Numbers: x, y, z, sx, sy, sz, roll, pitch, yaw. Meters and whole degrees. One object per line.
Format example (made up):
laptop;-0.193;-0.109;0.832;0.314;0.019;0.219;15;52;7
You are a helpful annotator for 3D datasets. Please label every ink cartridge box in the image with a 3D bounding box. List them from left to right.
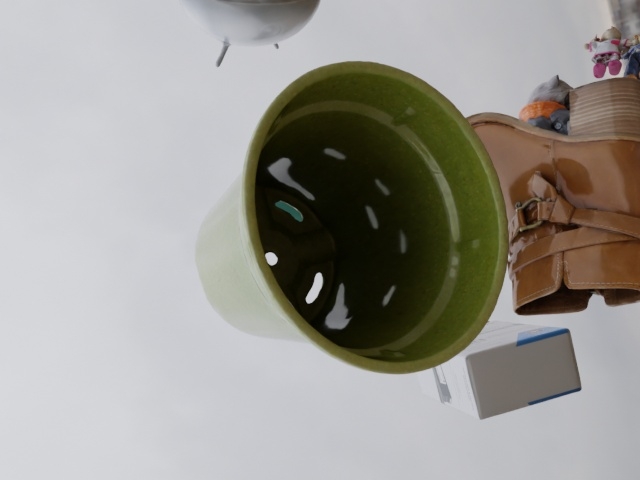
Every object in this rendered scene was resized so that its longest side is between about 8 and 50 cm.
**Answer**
ink cartridge box;0.446;0.328;1.889;0.395;0.286;0.166;165;92;-78

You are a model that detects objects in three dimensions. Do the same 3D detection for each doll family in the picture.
doll family;0.663;-0.367;1.405;0.118;0.263;0.163;58;-137;-34

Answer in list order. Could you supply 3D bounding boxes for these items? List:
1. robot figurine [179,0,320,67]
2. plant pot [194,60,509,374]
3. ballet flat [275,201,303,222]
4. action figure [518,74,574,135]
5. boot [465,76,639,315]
robot figurine;-0.090;-0.408;0.926;0.300;0.200;0.353;-19;-50;-33
plant pot;0.000;0.000;0.721;0.276;0.254;0.276;7;-105;-28
ballet flat;0.027;0.022;1.179;0.107;0.316;0.106;-47;-24;-61
action figure;0.433;-0.121;1.177;0.178;0.341;0.330;0;-104;-53
boot;0.215;-0.025;0.743;0.109;0.283;0.220;25;-116;-40
